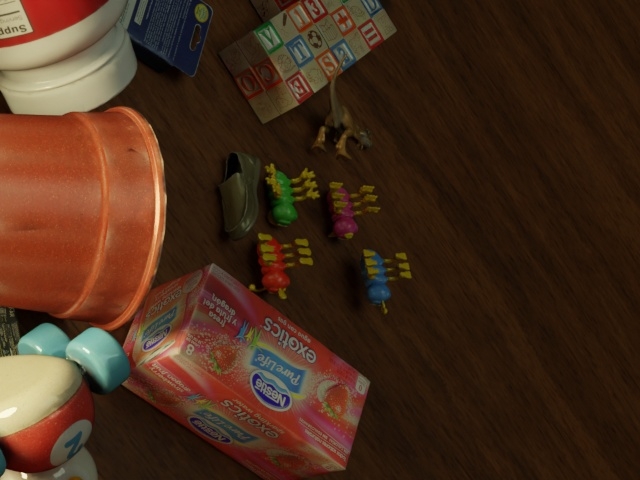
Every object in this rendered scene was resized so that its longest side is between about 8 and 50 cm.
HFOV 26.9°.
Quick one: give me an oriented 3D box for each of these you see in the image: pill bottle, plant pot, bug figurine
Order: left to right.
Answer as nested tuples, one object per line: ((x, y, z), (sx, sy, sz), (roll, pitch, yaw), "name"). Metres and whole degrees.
((-0.357, -0.035, 1.531), (0.265, 0.272, 0.272), (5, 70, -34), "plant pot")
((-0.362, -0.352, 1.573), (0.229, 0.229, 0.407), (-59, 143, -40), "pill bottle")
((0.000, 0.000, 1.976), (0.279, 0.072, 0.216), (9, 61, -36), "bug figurine")

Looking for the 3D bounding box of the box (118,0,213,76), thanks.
((-0.260, -0.331, 1.886), (0.225, 0.036, 0.136), (31, 54, -30), "box")

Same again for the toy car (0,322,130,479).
((-0.308, 0.250, 1.502), (0.219, 0.210, 0.238), (-39, 114, -35), "toy car")

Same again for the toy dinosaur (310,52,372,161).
((0.026, -0.189, 2.067), (0.211, 0.064, 0.112), (58, 44, -61), "toy dinosaur")

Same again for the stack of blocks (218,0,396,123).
((-0.026, -0.327, 2.072), (0.171, 0.087, 0.297), (57, 45, -10), "stack of blocks")

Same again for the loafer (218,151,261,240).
((-0.120, -0.065, 1.903), (0.050, 0.056, 0.148), (29, 45, -32), "loafer")

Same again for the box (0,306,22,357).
((-0.391, 0.110, 1.593), (0.067, 0.018, 0.083), (-6, 78, -45), "box")

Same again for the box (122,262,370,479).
((-0.100, 0.182, 1.749), (0.300, 0.154, 0.142), (39, 51, -28), "box")
